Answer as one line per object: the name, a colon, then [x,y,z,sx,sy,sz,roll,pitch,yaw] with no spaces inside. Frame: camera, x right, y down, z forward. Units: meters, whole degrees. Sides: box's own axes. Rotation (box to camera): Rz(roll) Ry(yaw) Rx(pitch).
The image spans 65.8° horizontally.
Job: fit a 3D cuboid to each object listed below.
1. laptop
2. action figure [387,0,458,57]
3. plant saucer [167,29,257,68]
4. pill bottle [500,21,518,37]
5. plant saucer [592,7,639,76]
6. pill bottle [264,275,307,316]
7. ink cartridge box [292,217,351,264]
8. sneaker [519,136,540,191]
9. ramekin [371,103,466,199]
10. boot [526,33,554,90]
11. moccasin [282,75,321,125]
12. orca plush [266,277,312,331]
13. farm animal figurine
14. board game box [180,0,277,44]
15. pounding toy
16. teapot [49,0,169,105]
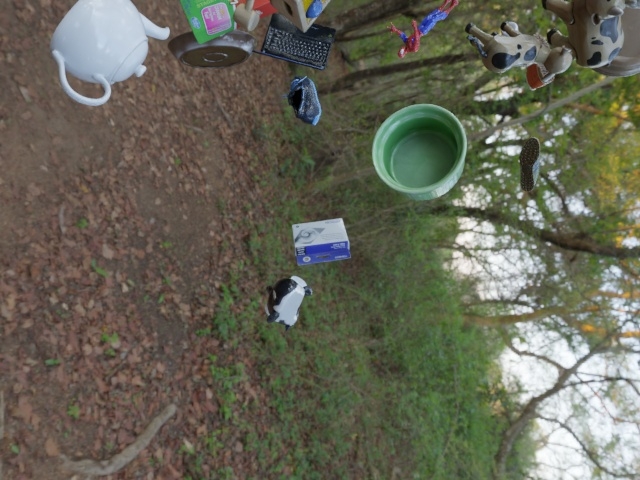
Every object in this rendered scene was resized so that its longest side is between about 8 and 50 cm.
laptop: [-0.080,-0.666,1.647,0.136,0.234,0.265,110,-5,-73]
action figure: [0.371,-0.827,1.864,0.139,0.280,0.091,30,17,-34]
plant saucer: [-0.372,-0.660,1.729,0.310,0.310,0.050,-20,104,-79]
pill bottle: [0.524,-0.559,1.364,0.083,0.043,0.044,34,44,-58]
plant saucer: [0.899,-0.630,1.463,0.041,0.277,0.278,-43,120,-80]
pill bottle: [-0.140,0.241,2.060,0.112,0.187,0.112,31,25,-16]
ink cartridge box: [0.000,0.000,2.028,0.224,0.223,0.045,-103,-173,-51]
sneaker: [0.749,-0.278,1.768,0.086,0.064,0.192,-36,128,-54]
ramekin: [0.332,-0.279,1.638,0.148,0.303,0.304,31,47,-66]
boot: [0.639,-0.530,1.476,0.084,0.059,0.158,145,-59,-74]
moccasin: [-0.087,-0.641,2.188,0.138,0.116,0.342,-66,-150,33]
orca plush: [-0.105,0.160,1.410,0.102,0.151,0.287,48,-4,19]
farm animal figurine: [0.468,-0.407,0.897,0.326,0.330,0.172,14,37,-45]
board game box: [-0.281,-0.782,1.524,0.064,0.316,0.242,78,-12,-83]
pounding toy: [-0.047,-0.419,0.822,0.094,0.206,0.181,40,4,1]
teapot: [-0.521,-0.476,1.223,0.187,0.256,0.252,41,11,-20]
